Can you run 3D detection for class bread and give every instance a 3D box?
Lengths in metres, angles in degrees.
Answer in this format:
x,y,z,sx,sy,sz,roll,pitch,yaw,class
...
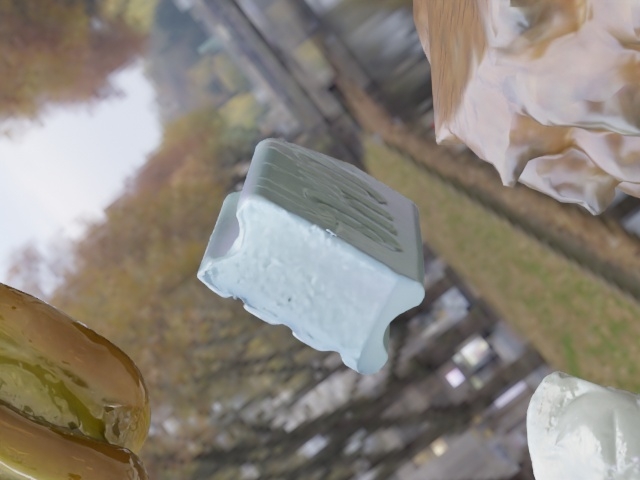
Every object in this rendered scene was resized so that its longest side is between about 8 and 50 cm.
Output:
x,y,z,sx,sy,sz,roll,pitch,yaw,class
-0.253,0.153,1.269,0.316,0.211,0.270,28,-147,-28,bread

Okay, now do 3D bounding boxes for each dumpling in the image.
x,y,z,sx,sy,sz,roll,pitch,yaw,class
0.114,0.088,0.685,0.077,0.059,0.043,35,177,-11,dumpling

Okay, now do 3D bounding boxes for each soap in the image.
x,y,z,sx,sy,sz,roll,pitch,yaw,class
0.000,0.000,1.548,0.173,0.095,0.289,30,-166,-6,soap

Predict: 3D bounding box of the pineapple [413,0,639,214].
x,y,z,sx,sy,sz,roll,pitch,yaw,class
0.202,-0.115,0.486,0.223,0.357,0.222,0,-90,-89,pineapple
